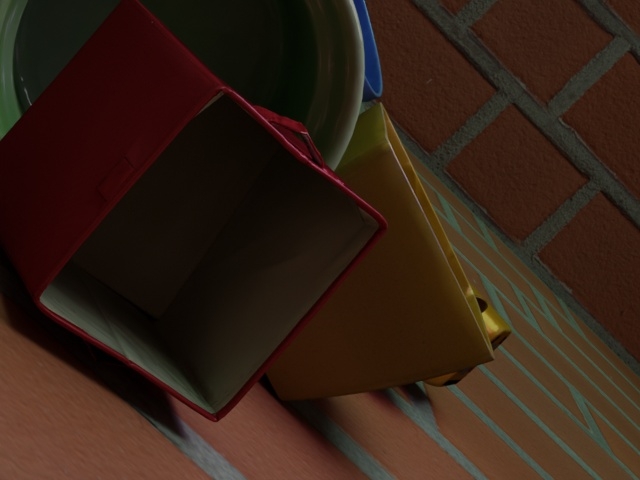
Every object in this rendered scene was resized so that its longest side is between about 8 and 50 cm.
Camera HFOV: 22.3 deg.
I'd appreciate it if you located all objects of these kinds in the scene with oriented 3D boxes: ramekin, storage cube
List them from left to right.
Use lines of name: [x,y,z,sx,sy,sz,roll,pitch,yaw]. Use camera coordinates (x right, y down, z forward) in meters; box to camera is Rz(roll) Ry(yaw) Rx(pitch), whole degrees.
ramekin: [-0.129,-0.145,1.316,0.303,0.303,0.148,42,2,-22]
storage cube: [-0.108,-0.025,1.155,0.183,0.215,0.193,38,6,-36]

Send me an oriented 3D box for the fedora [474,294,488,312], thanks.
fedora: [0.087,0.102,1.721,0.194,0.194,0.079,22,61,-68]

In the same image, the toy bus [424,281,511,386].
toy bus: [0.060,0.025,1.889,0.333,0.130,0.108,48,10,13]

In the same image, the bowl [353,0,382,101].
bowl: [-0.020,-0.351,2.004,0.391,0.077,0.391,-17,90,-80]

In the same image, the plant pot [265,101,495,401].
plant pot: [0.018,0.025,1.442,0.212,0.187,0.212,64,7,-11]
